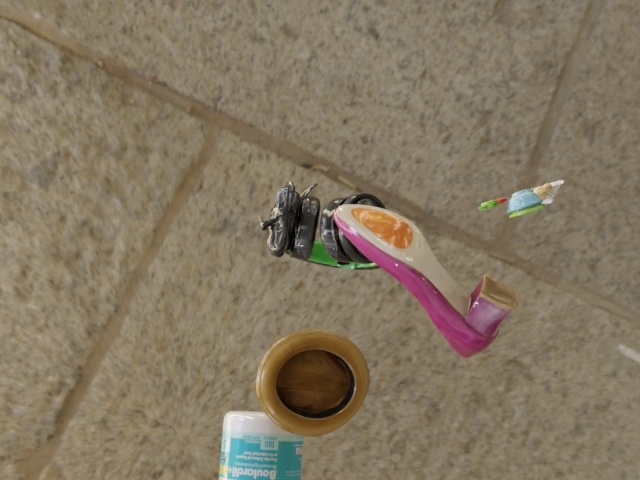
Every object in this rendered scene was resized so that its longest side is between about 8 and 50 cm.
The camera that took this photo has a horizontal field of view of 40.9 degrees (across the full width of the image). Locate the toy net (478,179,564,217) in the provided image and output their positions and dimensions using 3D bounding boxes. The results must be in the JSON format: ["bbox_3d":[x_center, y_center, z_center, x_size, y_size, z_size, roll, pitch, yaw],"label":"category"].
[{"bbox_3d":[0.403,-0.076,1.671,0.232,0.122,0.045,-15,86,-54],"label":"toy net"}]

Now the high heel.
[{"bbox_3d":[0.109,0.051,1.033,0.244,0.117,0.082,27,40,-3],"label":"high heel"}]

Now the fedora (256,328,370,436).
[{"bbox_3d":[-0.018,0.229,1.427,0.194,0.079,0.194,-3,100,-16],"label":"fedora"}]

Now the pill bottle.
[{"bbox_3d":[-0.107,0.436,1.505,0.146,0.146,0.264,5,79,-8],"label":"pill bottle"}]

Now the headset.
[{"bbox_3d":[0.000,0.000,1.588,0.243,0.394,0.185,4,71,20],"label":"headset"}]
